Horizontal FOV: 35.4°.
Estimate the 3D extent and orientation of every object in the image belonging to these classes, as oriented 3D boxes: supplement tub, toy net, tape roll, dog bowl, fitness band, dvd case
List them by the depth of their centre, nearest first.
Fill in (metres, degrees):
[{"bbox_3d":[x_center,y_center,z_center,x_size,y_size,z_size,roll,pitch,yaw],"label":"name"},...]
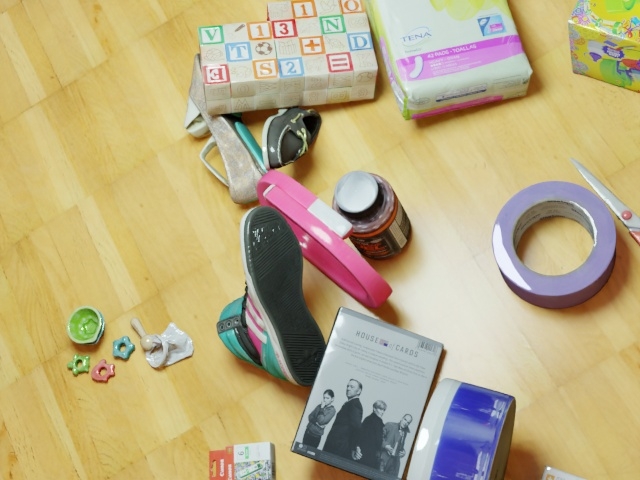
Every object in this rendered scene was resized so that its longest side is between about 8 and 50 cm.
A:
[{"bbox_3d":[0.195,0.334,1.407,0.104,0.265,0.265,12,75,17],"label":"dog bowl"},{"bbox_3d":[0.075,0.245,1.566,0.179,0.029,0.239,21,76,-3],"label":"dvd case"},{"bbox_3d":[0.368,0.007,1.575,0.189,0.080,0.189,-5,69,14],"label":"tape roll"},{"bbox_3d":[0.000,0.000,1.611,0.054,0.209,0.291,-44,61,-12],"label":"fitness band"},{"bbox_3d":[0.079,-0.044,1.612,0.106,0.198,0.106,-6,69,15],"label":"supplement tub"},{"bbox_3d":[-0.335,0.187,1.736,0.232,0.045,0.122,6,73,18],"label":"toy net"}]

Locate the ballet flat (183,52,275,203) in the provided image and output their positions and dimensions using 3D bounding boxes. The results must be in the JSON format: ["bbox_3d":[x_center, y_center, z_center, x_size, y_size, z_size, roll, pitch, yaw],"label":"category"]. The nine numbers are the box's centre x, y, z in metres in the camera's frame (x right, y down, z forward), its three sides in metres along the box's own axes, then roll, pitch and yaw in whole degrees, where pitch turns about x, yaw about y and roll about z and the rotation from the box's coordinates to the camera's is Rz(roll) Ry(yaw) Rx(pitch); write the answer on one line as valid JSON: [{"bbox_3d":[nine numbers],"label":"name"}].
[{"bbox_3d":[-0.184,-0.198,1.801,0.106,0.107,0.316,-34,64,15],"label":"ballet flat"}]

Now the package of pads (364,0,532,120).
[{"bbox_3d":[0.207,-0.365,1.722,0.229,0.101,0.297,-12,67,-2],"label":"package of pads"}]

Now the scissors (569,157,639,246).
[{"bbox_3d":[0.490,-0.020,1.580,0.297,0.021,0.109,36,86,23],"label":"scissors"}]

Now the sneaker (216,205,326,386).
[{"bbox_3d":[-0.099,0.088,1.613,0.178,0.123,0.296,-1,108,50],"label":"sneaker"}]

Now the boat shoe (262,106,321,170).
[{"bbox_3d":[-0.049,-0.178,1.705,0.068,0.228,0.081,1,114,10],"label":"boat shoe"}]

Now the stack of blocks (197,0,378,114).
[{"bbox_3d":[-0.062,-0.326,1.754,0.297,0.087,0.171,-7,61,-7],"label":"stack of blocks"}]

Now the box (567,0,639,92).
[{"bbox_3d":[0.587,-0.379,1.595,0.290,0.177,0.279,23,80,22],"label":"box"}]

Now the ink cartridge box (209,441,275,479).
[{"bbox_3d":[-0.131,0.363,1.621,0.115,0.029,0.063,-8,70,13],"label":"ink cartridge box"}]

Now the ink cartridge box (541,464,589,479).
[{"bbox_3d":[0.389,0.454,1.427,0.206,0.045,0.208,16,75,21],"label":"ink cartridge box"}]
